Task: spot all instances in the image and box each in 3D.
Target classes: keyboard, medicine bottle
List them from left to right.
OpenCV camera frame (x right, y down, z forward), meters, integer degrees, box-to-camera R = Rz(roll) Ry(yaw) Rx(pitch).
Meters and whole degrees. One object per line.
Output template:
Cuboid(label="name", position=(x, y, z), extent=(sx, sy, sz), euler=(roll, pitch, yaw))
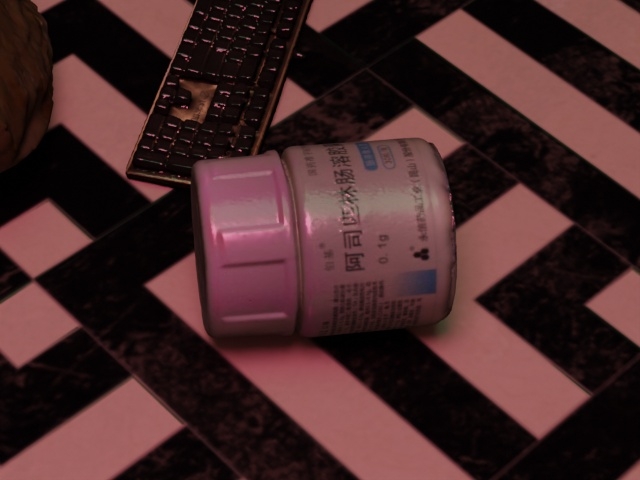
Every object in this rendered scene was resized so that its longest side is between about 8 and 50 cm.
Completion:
Cuboid(label="keyboard", position=(-0.064, -0.158, 1.335), extent=(0.106, 0.027, 0.317), euler=(10, 49, 6))
Cuboid(label="medicine bottle", position=(0.000, 0.000, 1.134), extent=(0.169, 0.135, 0.135), euler=(-5, 50, -6))

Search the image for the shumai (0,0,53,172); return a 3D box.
Cuboid(label="shumai", position=(-0.387, -0.151, 1.222), extent=(0.288, 0.292, 0.330), euler=(-34, 41, 15))
